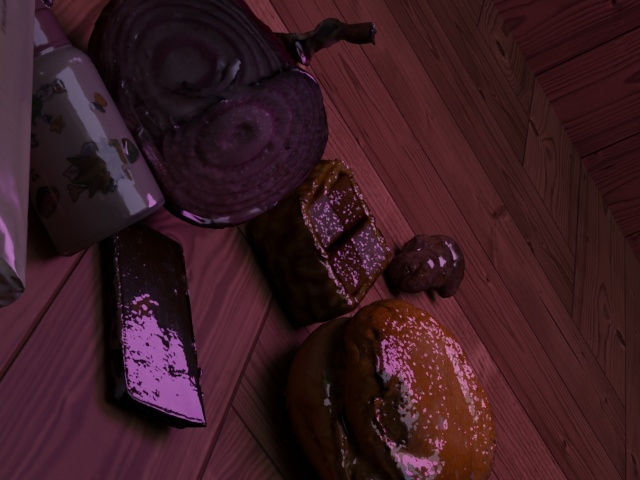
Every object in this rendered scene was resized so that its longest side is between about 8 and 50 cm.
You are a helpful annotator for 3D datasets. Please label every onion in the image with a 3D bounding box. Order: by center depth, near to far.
[{"bbox_3d":[-0.134,-0.161,1.512,0.272,0.256,0.230,-20,53,-32],"label":"onion"}]

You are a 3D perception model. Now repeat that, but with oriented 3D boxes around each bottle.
[{"bbox_3d":[-0.258,-0.118,1.347,0.253,0.120,0.120,62,24,-5],"label":"bottle"}]

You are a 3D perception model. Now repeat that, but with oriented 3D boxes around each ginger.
[{"bbox_3d":[0.166,0.039,2.139,0.204,0.080,0.104,1,72,-67],"label":"ginger"}]

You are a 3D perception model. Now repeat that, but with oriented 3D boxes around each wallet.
[{"bbox_3d":[-0.176,0.082,1.437,0.122,0.031,0.232,32,38,-45],"label":"wallet"}]

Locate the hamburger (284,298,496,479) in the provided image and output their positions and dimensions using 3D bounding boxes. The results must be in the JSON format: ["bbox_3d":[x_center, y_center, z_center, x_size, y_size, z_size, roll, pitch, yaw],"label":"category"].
[{"bbox_3d":[0.083,0.222,1.676,0.290,0.170,0.314,65,24,5],"label":"hamburger"}]

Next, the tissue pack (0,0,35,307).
[{"bbox_3d":[-0.366,-0.140,1.020,0.297,0.207,0.380,38,36,-46],"label":"tissue pack"}]

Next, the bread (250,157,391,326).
[{"bbox_3d":[0.000,0.000,1.804,0.181,0.096,0.222,61,26,-11],"label":"bread"}]
